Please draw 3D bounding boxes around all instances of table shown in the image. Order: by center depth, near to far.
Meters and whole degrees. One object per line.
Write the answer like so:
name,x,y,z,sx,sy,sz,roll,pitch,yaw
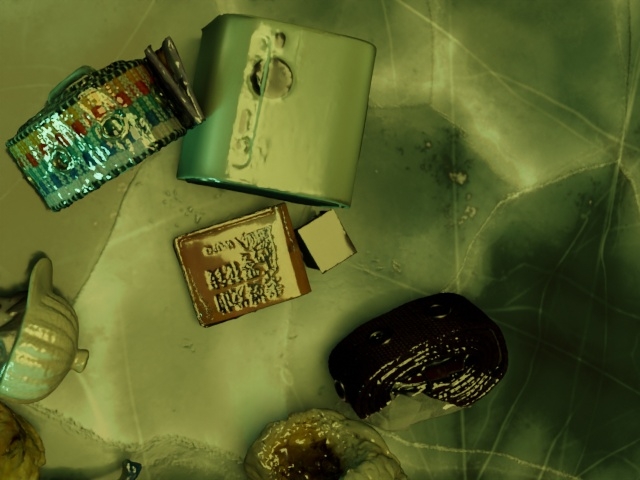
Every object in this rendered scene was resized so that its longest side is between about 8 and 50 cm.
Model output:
table,0.000,0.000,1.694,0.070,0.082,0.083,-32,101,-13

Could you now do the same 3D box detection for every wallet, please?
wallet,-0.126,0.043,1.655,0.195,0.042,0.161,-17,97,1

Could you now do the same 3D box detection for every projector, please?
projector,-0.070,-0.191,1.578,0.248,0.248,0.249,10,89,-17

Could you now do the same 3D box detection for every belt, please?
belt,-0.324,-0.167,1.487,0.207,0.295,0.161,-40,102,-42
belt,0.157,0.197,1.717,0.289,0.164,0.184,-18,123,-17

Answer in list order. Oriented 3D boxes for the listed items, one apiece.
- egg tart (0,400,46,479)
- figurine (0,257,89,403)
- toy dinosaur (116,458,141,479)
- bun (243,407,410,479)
egg tart,-0.510,0.301,1.482,0.241,0.241,0.106,13,121,-17
figurine,-0.515,0.156,1.501,0.332,0.185,0.205,-14,103,-12
toy dinosaur,-0.399,0.442,1.599,0.188,0.075,0.248,13,101,-22
bun,0.030,0.390,1.636,0.204,0.281,0.282,-32,101,-25
